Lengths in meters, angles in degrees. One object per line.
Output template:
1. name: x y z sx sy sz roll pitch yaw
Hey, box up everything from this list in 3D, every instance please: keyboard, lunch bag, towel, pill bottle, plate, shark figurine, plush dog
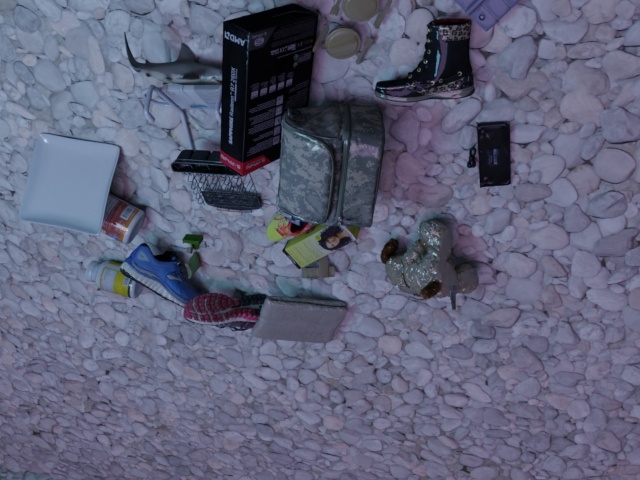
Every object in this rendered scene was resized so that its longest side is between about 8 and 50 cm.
1. keyboard: 0.426 -0.216 1.639 0.108 0.023 0.180 -4 124 13
2. lunch bag: 0.019 -0.187 1.643 0.256 0.212 0.305 5 130 -1
3. towel: -0.065 0.254 2.081 0.282 0.049 0.187 8 131 -19
4. pill bottle: -0.703 0.128 2.211 0.184 0.103 0.103 16 129 6
5. plate: -0.753 -0.169 1.953 0.278 0.045 0.277 10 85 10
6. pill bottle: -0.674 -0.087 2.026 0.216 0.121 0.121 28 129 -3
7. shark figurine: -0.376 -0.456 1.649 0.278 0.116 0.166 4 179 -29
8. plush dog: 0.283 0.093 1.833 0.225 0.210 0.262 -7 126 54

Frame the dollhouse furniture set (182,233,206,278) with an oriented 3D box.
1. dollhouse furniture set: -0.396 0.048 2.068 0.059 0.076 0.151 6 127 14

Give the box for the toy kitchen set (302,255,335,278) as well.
1. toy kitchen set: -0.008 0.081 2.004 0.083 0.075 0.068 -2 90 -20

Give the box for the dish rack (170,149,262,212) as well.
1. dish rack: -0.284 -0.154 1.842 0.208 0.074 0.271 6 147 14

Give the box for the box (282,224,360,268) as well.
1. box: 0.000 0.000 1.916 0.232 0.058 0.087 -29 113 34

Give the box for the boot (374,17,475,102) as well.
1. boot: 0.241 -0.420 1.504 0.236 0.085 0.178 0 124 10

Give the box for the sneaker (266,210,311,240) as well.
1. sneaker: -0.089 -0.046 1.887 0.208 0.094 0.081 -32 113 35

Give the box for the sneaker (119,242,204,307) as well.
1. sneaker: -0.486 0.119 2.111 0.130 0.147 0.330 15 161 47

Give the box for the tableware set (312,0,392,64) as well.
1. tableware set: 0.072 -0.511 1.509 0.128 0.039 0.194 10 139 -21

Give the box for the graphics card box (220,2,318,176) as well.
1. graphics card box: -0.129 -0.363 1.564 0.094 0.233 0.371 35 136 27

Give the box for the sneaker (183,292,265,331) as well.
1. sneaker: -0.298 0.250 2.113 0.299 0.121 0.112 4 136 -17

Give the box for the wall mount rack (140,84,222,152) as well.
1. wall mount rack: -0.304 -0.315 1.733 0.350 0.130 0.304 4 167 16

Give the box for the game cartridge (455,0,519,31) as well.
1. game cartridge: 0.307 -0.637 1.334 0.355 0.068 0.230 39 132 -13
